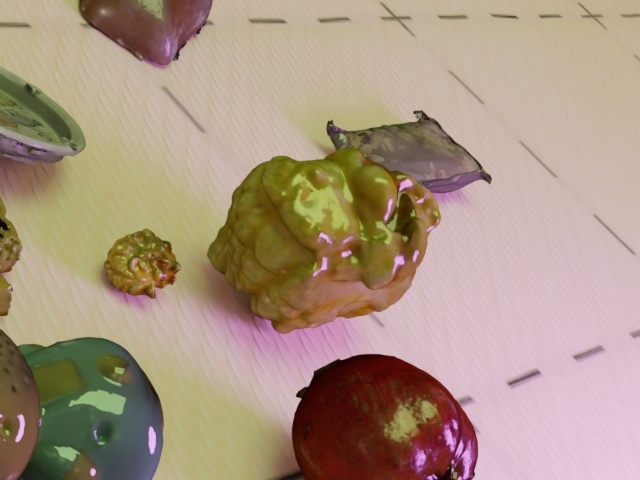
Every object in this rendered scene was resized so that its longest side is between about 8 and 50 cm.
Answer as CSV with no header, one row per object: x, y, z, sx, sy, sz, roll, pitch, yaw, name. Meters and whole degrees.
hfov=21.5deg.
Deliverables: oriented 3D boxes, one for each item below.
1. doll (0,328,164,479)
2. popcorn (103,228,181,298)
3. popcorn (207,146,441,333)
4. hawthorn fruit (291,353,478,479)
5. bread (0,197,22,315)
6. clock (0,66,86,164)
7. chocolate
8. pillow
-0.272,0.150,1.435,0.261,0.161,0.177,13,37,-39,doll
-0.193,0.028,1.810,0.082,0.057,0.083,6,43,-40,popcorn
0.000,0.000,1.889,0.256,0.255,0.195,43,30,-53,popcorn
0.050,0.201,1.699,0.202,0.185,0.185,34,24,30,hawthorn fruit
-0.357,-0.015,1.705,0.088,0.049,0.226,5,41,-44,bread
-0.372,-0.145,1.853,0.236,0.053,0.236,28,14,-8,clock
-0.225,-0.343,2.305,0.161,0.083,0.261,30,30,-6,chocolate
0.120,-0.113,2.356,0.255,0.059,0.169,-10,52,-51,pillow
